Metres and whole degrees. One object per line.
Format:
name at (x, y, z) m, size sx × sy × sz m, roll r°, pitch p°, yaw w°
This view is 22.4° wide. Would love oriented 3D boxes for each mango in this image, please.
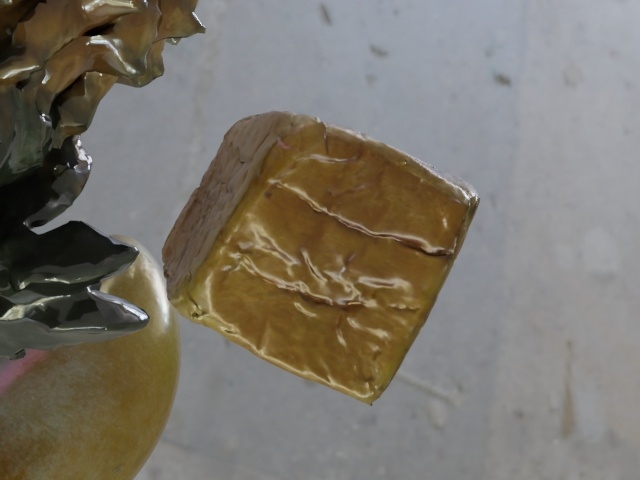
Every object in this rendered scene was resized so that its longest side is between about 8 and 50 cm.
mango at (-0.263, 0.161, 1.583) m, size 0.199 × 0.221 × 0.384 m, roll 55°, pitch 51°, yaw -39°

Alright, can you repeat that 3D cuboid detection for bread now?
bread at (0.000, 0.000, 0.961) m, size 0.149 × 0.158 × 0.143 m, roll 26°, pitch 93°, yaw -16°

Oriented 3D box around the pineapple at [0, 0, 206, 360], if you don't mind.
pineapple at (-0.127, -0.077, 0.533) m, size 0.223 × 0.223 × 0.357 m, roll 15°, pitch 83°, yaw -40°
